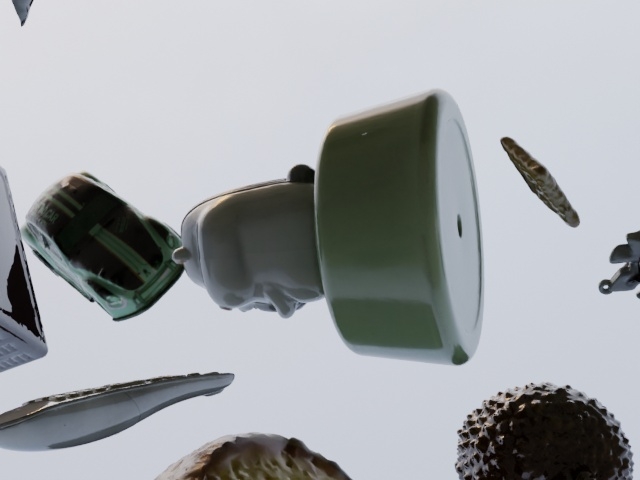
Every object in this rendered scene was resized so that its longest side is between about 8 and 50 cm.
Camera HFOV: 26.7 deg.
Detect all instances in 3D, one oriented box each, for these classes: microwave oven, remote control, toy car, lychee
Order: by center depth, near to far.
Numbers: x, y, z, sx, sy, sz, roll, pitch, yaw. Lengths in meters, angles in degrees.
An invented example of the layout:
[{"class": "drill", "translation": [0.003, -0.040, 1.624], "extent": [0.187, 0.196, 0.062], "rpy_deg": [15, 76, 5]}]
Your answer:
[{"class": "remote control", "translation": [-0.167, 0.136, 1.077], "extent": [0.229, 0.073, 0.044], "rpy_deg": [-5, -100, -46]}, {"class": "microwave oven", "translation": [-0.411, 0.019, 1.370], "extent": [0.178, 0.188, 0.247], "rpy_deg": [-21, -111, 7]}, {"class": "lychee", "translation": [0.258, 0.252, 1.542], "extent": [0.200, 0.200, 0.238], "rpy_deg": [-11, -176, -14]}, {"class": "toy car", "translation": [-0.292, -0.008, 1.741], "extent": [0.136, 0.125, 0.306], "rpy_deg": [-46, -142, -11]}]

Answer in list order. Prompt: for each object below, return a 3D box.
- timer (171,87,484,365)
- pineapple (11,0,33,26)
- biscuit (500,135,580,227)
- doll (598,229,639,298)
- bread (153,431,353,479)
[{"class": "timer", "translation": [0.000, 0.000, 1.446], "extent": [0.315, 0.291, 0.291], "rpy_deg": [-6, -137, 15]}, {"class": "pineapple", "translation": [-0.172, -0.266, 0.551], "extent": [0.202, 0.202, 0.362], "rpy_deg": [-13, -106, -16]}, {"class": "biscuit", "translation": [0.205, -0.055, 1.259], "extent": [0.018, 0.083, 0.081], "rpy_deg": [-39, -147, 4]}, {"class": "doll", "translation": [0.365, 0.009, 1.352], "extent": [0.195, 0.096, 0.070], "rpy_deg": [-29, -150, 25]}, {"class": "bread", "translation": [-0.065, 0.379, 1.399], "extent": [0.398, 0.215, 0.398], "rpy_deg": [36, -151, -24]}]
